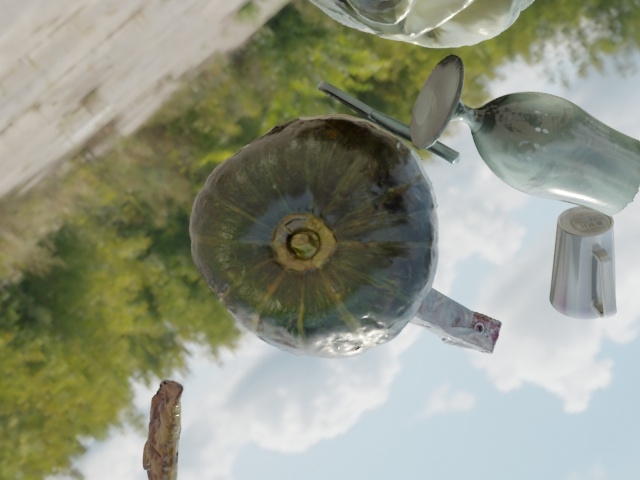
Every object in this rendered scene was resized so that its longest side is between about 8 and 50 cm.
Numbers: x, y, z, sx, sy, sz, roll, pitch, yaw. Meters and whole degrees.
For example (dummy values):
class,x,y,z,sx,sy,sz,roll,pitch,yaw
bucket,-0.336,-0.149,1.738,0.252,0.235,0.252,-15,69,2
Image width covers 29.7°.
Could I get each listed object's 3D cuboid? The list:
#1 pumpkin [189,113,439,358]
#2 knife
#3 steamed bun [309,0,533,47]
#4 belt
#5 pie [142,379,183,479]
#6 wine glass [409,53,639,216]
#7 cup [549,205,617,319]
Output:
class,x,y,z,sx,sy,sz,roll,pitch,yaw
pumpkin,0.001,0.000,1.262,0.260,0.260,0.189,-40,171,6
knife,0.060,-0.119,1.184,0.028,0.210,0.015,20,101,-50
steamed bun,0.073,-0.331,1.168,0.394,0.346,0.237,-9,-157,19
belt,0.134,0.087,1.518,0.071,0.232,0.053,-15,-122,45
pie,-0.198,0.245,1.514,0.034,0.169,0.092,-2,-163,-29
wine glass,0.188,-0.089,1.075,0.093,0.202,0.093,-54,-156,37
cup,0.297,0.033,1.326,0.074,0.116,0.104,-12,-144,-9
